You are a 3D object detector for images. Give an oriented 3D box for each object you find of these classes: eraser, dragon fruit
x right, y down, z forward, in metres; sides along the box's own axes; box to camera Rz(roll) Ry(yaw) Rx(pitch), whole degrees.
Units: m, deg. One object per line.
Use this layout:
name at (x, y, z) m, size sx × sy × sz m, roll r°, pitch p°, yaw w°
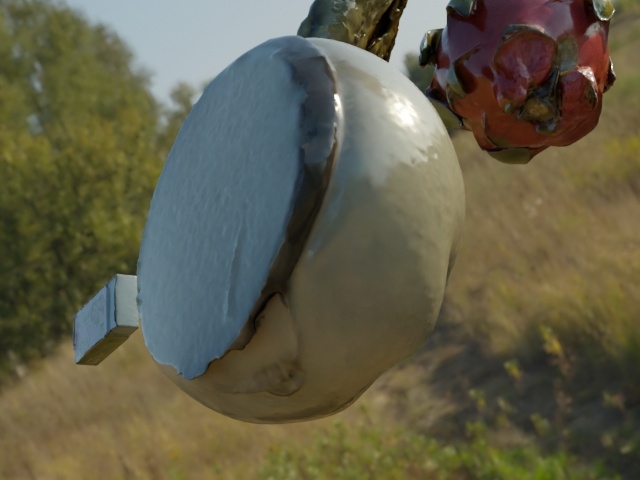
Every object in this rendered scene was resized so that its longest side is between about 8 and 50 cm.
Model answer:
eraser at (-0.139, 0.052, 0.922) m, size 0.019 × 0.038 × 0.083 m, roll 9°, pitch -24°, yaw -26°
dragon fruit at (0.224, -0.195, 1.602) m, size 0.224 × 0.224 × 0.227 m, roll -27°, pitch -1°, yaw 1°

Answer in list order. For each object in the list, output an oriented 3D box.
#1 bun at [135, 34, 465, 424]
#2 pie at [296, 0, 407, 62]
bun at (0.000, 0.000, 0.637) m, size 0.120 × 0.173 × 0.173 m, roll 19°, pitch -26°, yaw -29°
pie at (0.015, -0.143, 1.307) m, size 0.339 × 0.077 × 0.339 m, roll 23°, pitch -90°, yaw -86°
